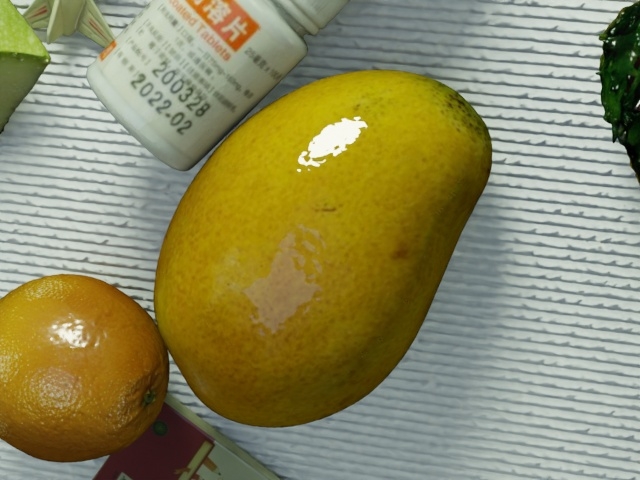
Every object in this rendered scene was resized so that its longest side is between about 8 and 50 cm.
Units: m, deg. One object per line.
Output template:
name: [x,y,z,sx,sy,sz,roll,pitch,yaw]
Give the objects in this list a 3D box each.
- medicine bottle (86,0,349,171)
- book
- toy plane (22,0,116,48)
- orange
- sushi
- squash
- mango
medicine bottle: [-0.089,-0.195,1.248,0.252,0.144,0.144,-42,90,6]
book: [-0.128,0.288,1.443,0.232,0.022,0.162,36,110,4]
toy plane: [-0.245,-0.306,1.296,0.242,0.104,0.256,18,120,12]
orange: [-0.254,0.131,1.351,0.206,0.206,0.206,3,102,13]
sushi: [0.314,-0.142,1.182,0.149,0.140,0.287,20,105,2]
squash: [-0.392,-0.187,1.348,0.184,0.085,0.192,48,126,3]
mango: [0.000,0.000,1.255,0.264,0.221,0.378,41,97,6]
